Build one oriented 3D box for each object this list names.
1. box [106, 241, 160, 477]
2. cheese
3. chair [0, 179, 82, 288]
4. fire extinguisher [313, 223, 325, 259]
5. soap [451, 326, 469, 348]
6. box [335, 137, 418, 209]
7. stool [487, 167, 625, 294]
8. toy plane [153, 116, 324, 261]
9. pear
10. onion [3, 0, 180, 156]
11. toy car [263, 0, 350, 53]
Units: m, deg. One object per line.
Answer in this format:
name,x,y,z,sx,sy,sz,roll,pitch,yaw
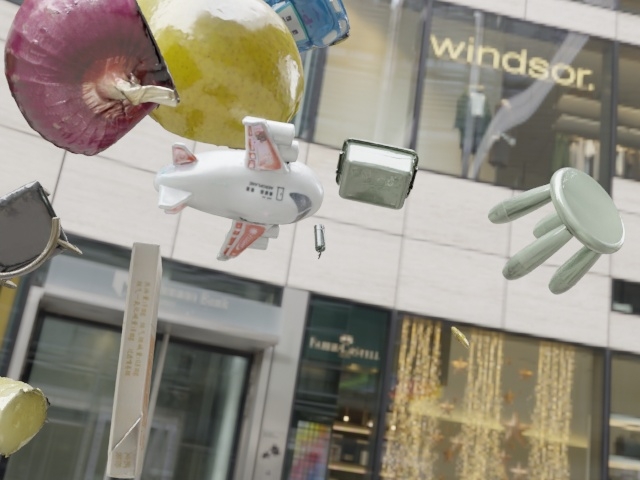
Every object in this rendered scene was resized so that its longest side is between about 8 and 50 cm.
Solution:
box,-0.306,0.203,1.342,0.051,0.366,0.204,6,-16,-9
cheese,-0.521,0.259,1.244,0.167,0.123,0.094,10,-53,25
chair,-0.596,-0.011,1.595,0.188,0.166,0.272,-28,3,-10
fire extinguisher,0.000,0.000,1.816,0.025,0.083,0.038,14,-40,-20
soap,0.252,0.175,1.450,0.012,0.034,0.089,-31,4,0
box,0.117,-0.135,1.699,0.172,0.093,0.124,11,-57,1
stool,0.482,-0.021,1.644,0.195,0.195,0.198,15,-37,-30
toy plane,-0.117,-0.074,1.178,0.252,0.118,0.252,-6,-50,-7
pear,-0.198,-0.362,1.479,0.386,0.340,0.191,30,-41,1
onion,-0.357,-0.264,1.214,0.230,0.256,0.272,-25,5,-4
toy car,-0.052,-0.576,2.080,0.314,0.166,0.198,16,-44,62
